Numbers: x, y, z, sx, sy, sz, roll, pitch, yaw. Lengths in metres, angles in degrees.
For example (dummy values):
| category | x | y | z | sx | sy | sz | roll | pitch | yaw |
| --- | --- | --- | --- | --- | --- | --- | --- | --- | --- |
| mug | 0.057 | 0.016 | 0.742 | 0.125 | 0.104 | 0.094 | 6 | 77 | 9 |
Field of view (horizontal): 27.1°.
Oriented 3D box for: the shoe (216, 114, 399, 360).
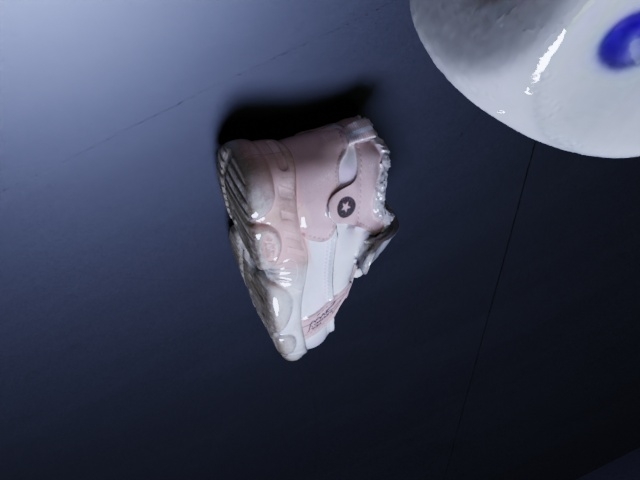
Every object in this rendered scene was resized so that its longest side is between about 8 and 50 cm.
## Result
| category | x | y | z | sx | sy | sz | roll | pitch | yaw |
| --- | --- | --- | --- | --- | --- | --- | --- | --- | --- |
| shoe | 0.001 | 0.003 | 1.604 | 0.198 | 0.172 | 0.351 | -19 | 146 | -8 |

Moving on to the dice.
| category | x | y | z | sx | sy | sz | roll | pitch | yaw |
| --- | --- | --- | --- | --- | --- | --- | --- | --- | --- |
| dice | 0.294 | -0.272 | 1.323 | 0.304 | 0.277 | 0.304 | 6 | 133 | -35 |
